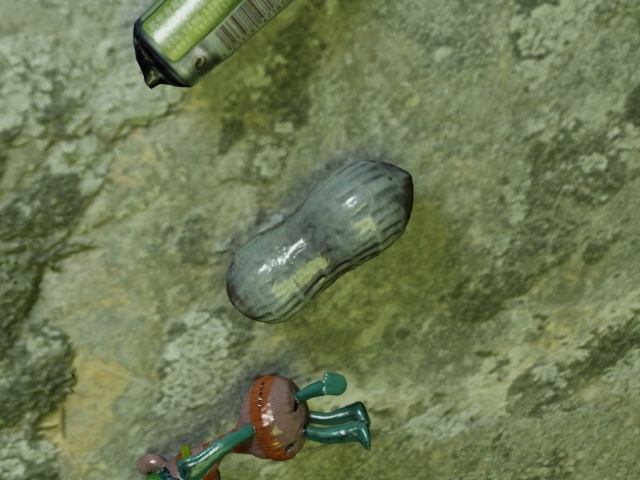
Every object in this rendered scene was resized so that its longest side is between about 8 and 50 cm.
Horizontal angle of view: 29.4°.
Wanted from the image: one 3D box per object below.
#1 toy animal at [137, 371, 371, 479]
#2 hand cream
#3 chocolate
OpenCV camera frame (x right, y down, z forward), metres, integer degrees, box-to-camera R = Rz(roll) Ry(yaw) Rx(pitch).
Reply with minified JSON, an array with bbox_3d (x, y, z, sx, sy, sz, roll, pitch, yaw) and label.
[{"bbox_3d":[-0.061,0.172,1.003,0.208,0.100,0.103,-26,170,14],"label":"toy animal"},{"bbox_3d":[-0.029,-0.184,0.788,0.235,0.055,0.086,-42,132,2],"label":"hand cream"},{"bbox_3d":[0.000,0.000,0.917,0.167,0.072,0.072,-36,130,10],"label":"chocolate"}]
